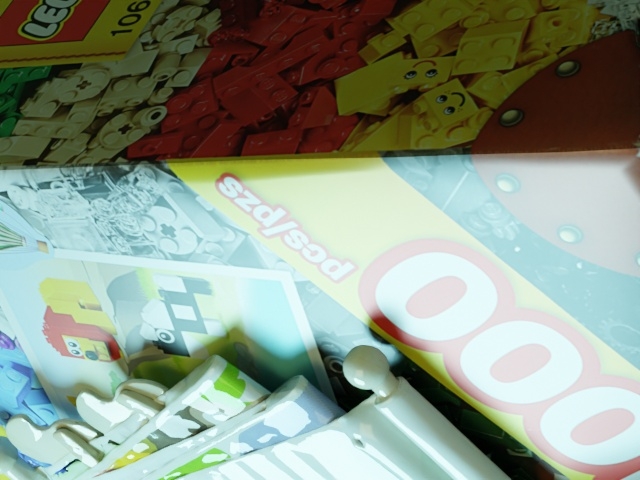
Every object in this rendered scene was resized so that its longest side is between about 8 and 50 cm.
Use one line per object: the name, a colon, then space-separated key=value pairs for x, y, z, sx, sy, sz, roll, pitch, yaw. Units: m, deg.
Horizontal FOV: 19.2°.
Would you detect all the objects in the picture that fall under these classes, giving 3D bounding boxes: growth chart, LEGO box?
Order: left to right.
growth chart: x=-0.019 y=0.106 z=0.735 sx=0.237 sy=0.021 sz=0.172 roll=-19 pitch=123 yaw=43
LEGO box: x=0.064 y=0.084 z=0.838 sx=0.372 sy=0.193 sz=0.500 roll=-1 pitch=134 yaw=31
